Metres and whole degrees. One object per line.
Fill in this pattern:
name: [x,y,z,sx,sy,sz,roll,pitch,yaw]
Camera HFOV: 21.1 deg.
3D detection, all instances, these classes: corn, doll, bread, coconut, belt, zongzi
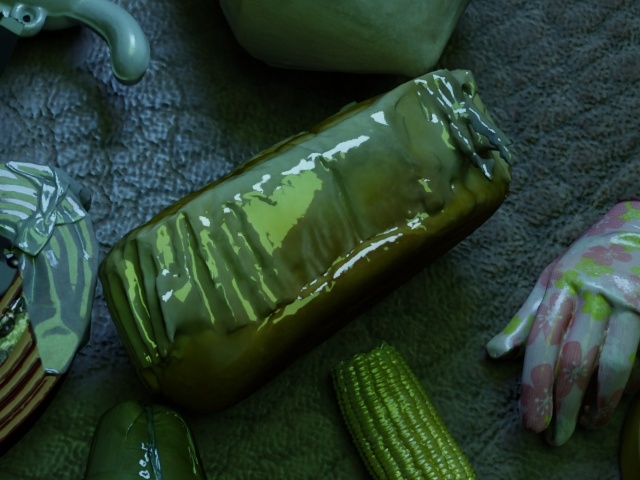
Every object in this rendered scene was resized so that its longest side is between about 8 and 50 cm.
corn: [0.073,0.173,1.545,0.085,0.063,0.165,-28,75,4]
doll: [-0.272,-0.258,1.620,0.252,0.111,0.237,9,54,-4]
bread: [-0.003,0.000,1.500,0.388,0.236,0.183,-29,95,-17]
coconut: [0.028,-0.287,1.596,0.329,0.329,0.329,4,68,-11]
belt: [-0.318,0.065,1.467,0.227,0.115,0.324,36,69,-3]
zongzi: [-0.091,0.266,1.452,0.256,0.115,0.228,18,62,-11]

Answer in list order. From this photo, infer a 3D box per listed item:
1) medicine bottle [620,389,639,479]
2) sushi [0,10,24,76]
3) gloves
medicine bottle: [0.414,0.177,1.526,0.238,0.232,0.238,4,67,-10]
sushi: [-0.390,-0.146,1.546,0.192,0.050,0.215,25,104,-7]
gloves: [0.252,0.074,1.591,0.145,0.126,0.241,32,57,7]
